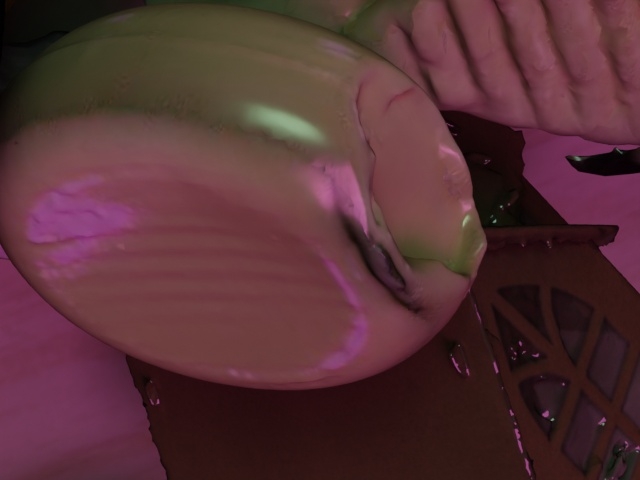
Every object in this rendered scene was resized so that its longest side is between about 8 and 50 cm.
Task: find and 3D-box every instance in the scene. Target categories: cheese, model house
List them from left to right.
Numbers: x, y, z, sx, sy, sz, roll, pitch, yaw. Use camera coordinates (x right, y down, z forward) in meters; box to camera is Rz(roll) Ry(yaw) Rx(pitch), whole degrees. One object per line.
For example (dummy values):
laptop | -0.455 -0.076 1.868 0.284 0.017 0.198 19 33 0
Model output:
cheese | -0.064 -0.010 0.587 0.227 0.064 0.137 -2 136 31
model house | 0.000 0.000 0.702 0.248 0.181 0.176 44 53 -34

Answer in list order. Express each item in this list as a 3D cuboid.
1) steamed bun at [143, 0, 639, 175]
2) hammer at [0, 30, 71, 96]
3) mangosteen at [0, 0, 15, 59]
steamed bun | 0.072 -0.185 0.548 0.394 0.237 0.346 22 148 -22
hammer | -0.194 0.097 0.747 0.152 0.044 0.427 0 125 -27
mangosteen | -0.190 -0.072 0.522 0.216 0.216 0.216 -15 130 -18
